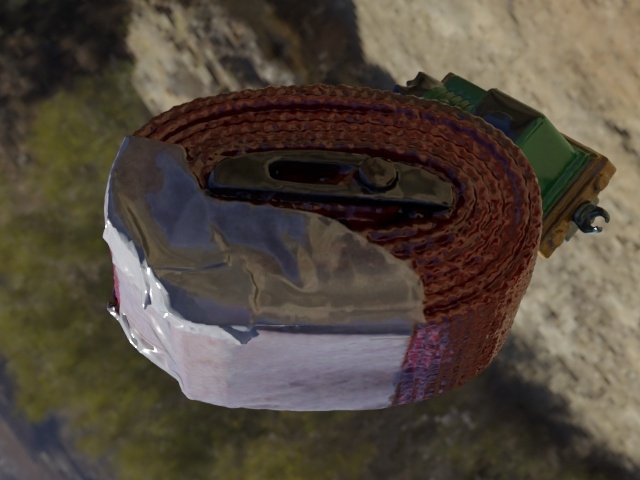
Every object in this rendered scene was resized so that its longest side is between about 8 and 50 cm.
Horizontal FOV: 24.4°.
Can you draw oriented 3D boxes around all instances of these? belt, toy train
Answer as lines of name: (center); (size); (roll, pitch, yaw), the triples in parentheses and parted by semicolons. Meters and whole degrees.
belt: (0.000, 0.000, 0.680); (0.124, 0.201, 0.128); (97, 173, -61)
toy train: (0.129, -0.070, 1.137); (0.228, 0.091, 0.136); (37, 177, 41)
